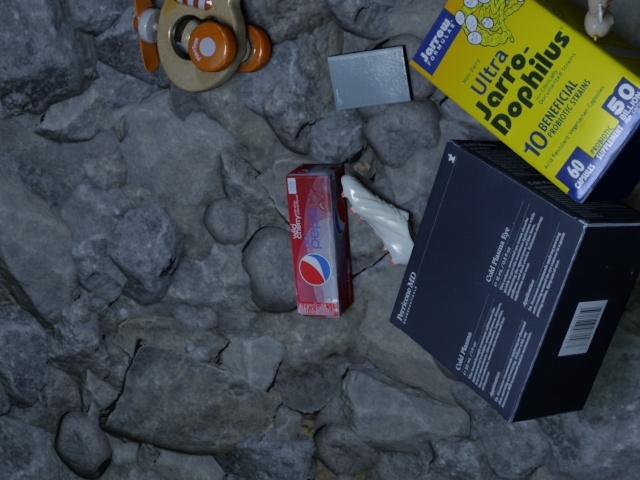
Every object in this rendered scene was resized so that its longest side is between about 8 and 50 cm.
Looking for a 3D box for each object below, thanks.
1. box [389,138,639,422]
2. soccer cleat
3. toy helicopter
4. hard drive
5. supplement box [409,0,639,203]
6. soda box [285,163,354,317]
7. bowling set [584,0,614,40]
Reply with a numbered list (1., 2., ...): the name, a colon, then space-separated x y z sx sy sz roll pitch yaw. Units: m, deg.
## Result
1. box: 0.310 0.055 1.804 0.312 0.179 0.343 40 121 44
2. soccer cleat: 0.111 -0.045 1.985 0.076 0.068 0.196 -35 100 20
3. toy helicopter: -0.242 -0.431 1.971 0.235 0.140 0.355 -11 92 31
4. hard drive: 0.085 -0.277 1.941 0.135 0.022 0.094 -5 105 21
5. supplement box: 0.348 -0.240 1.710 0.356 0.195 0.194 43 117 24
6. soda box: 0.000 0.000 2.018 0.083 0.092 0.263 1 106 18
7. bowling set: 0.458 -0.410 1.610 0.200 0.287 0.154 1 149 8
